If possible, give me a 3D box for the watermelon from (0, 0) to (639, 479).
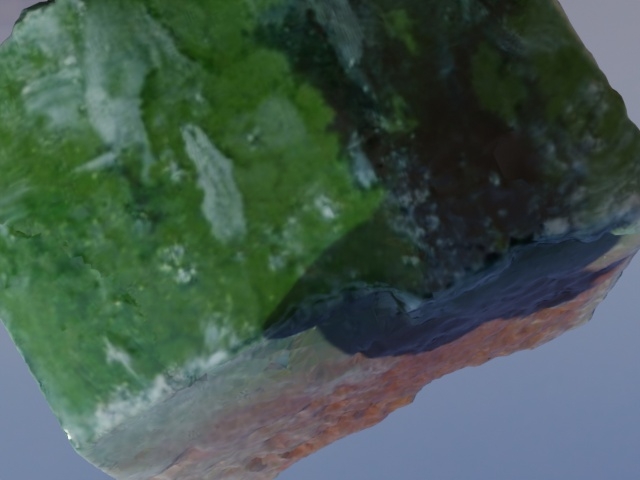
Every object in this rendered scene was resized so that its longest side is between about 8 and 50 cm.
[{"bbox_3d":[0.004,0.007,0.833,0.264,0.151,0.302,-26,144,-3],"label":"watermelon"}]
